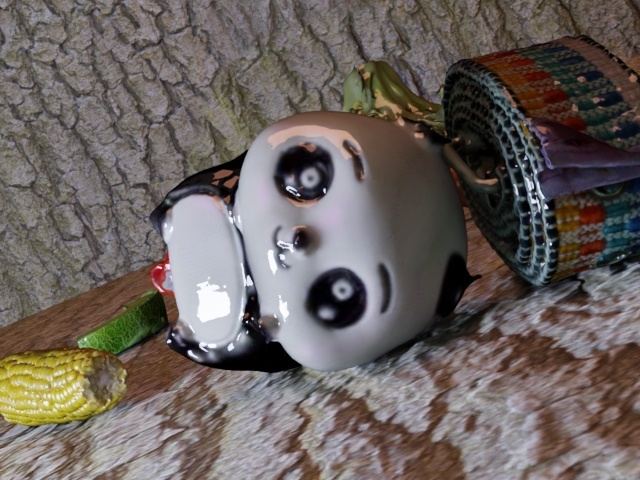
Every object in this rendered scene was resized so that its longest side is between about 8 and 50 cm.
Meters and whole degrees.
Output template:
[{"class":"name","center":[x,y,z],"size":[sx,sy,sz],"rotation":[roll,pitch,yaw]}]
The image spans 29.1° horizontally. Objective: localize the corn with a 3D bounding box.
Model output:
[{"class":"corn","center":[-0.338,0.183,1.531],"size":[0.101,0.101,0.310],"rotation":[-27,9,-32]}]

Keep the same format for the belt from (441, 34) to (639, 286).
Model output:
[{"class":"belt","center":[0.206,-0.070,1.145],"size":[0.160,0.207,0.295],"rotation":[-14,30,-7]}]

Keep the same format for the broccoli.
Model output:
[{"class":"broccoli","center":[0.134,-0.148,2.097],"size":[0.334,0.324,0.272],"rotation":[-16,45,-27]}]

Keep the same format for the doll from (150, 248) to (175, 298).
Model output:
[{"class":"doll","center":[-0.063,0.011,1.482],"size":[0.363,0.183,0.160],"rotation":[-15,14,30]}]

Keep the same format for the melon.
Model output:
[{"class":"melon","center":[-0.314,0.141,1.986],"size":[0.118,0.064,0.209],"rotation":[-16,12,47]}]

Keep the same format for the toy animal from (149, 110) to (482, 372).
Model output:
[{"class":"toy animal","center":[0.000,0.000,1.185],"size":[0.310,0.251,0.251],"rotation":[-12,12,44]}]

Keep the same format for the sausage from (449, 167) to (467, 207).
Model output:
[{"class":"sausage","center":[0.257,-0.095,1.797],"size":[0.179,0.089,0.089],"rotation":[-16,0,-41]}]
